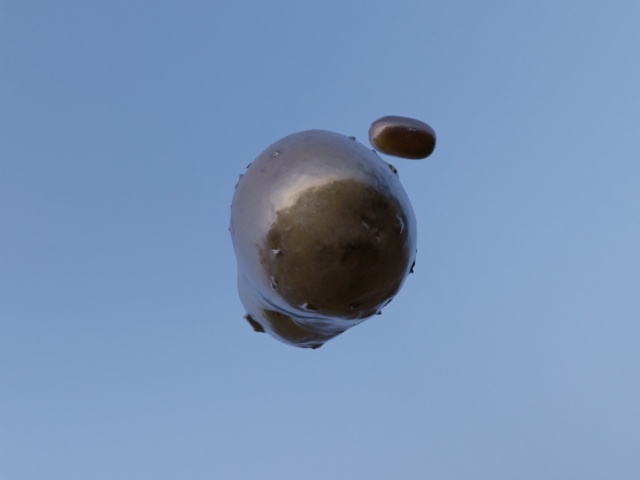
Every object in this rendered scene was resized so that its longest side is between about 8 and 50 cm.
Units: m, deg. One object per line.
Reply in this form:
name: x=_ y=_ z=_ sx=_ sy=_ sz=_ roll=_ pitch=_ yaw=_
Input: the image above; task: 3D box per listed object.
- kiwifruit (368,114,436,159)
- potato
kiwifruit: x=0.147 y=-0.182 z=1.034 sx=0.124 sy=0.075 sz=0.075 roll=13 pitch=-50 yaw=-5
potato: x=0.000 y=0.000 z=0.494 sx=0.164 sy=0.165 sz=0.262 roll=-13 pitch=-21 yaw=-12
